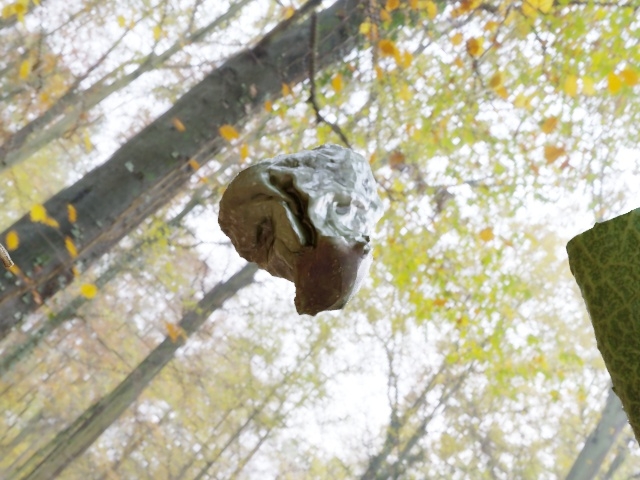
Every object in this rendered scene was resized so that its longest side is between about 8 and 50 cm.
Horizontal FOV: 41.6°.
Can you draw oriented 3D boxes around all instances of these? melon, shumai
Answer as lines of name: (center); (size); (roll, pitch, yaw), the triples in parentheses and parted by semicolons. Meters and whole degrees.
melon: (0.218, 0.112, 0.519); (0.053, 0.114, 0.262); (-21, -98, 18)
shumai: (0.000, 0.000, 1.176); (0.225, 0.260, 0.222); (-39, -109, 27)

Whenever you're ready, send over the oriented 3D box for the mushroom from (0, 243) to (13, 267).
mushroom: (-0.440, -0.076, 0.948); (0.025, 0.028, 0.286); (-10, -52, 34)
